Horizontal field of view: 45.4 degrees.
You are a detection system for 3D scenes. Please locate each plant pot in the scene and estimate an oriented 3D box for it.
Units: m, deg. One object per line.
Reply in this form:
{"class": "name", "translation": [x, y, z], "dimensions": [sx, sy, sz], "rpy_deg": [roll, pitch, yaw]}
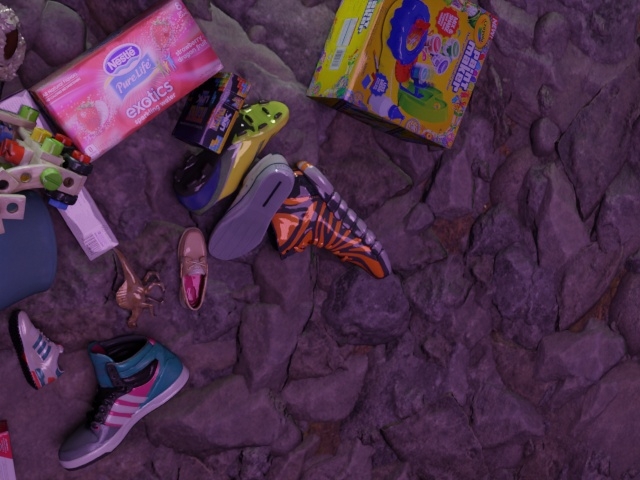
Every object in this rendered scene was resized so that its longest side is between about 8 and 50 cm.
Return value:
{"class": "plant pot", "translation": [-0.587, 0.017, 1.256], "dimensions": [0.255, 0.271, 0.272], "rpy_deg": [-9, 106, -39]}

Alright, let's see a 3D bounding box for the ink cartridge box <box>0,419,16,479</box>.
{"class": "ink cartridge box", "translation": [-0.650, 0.408, 1.412], "dimensions": [0.150, 0.063, 0.109], "rpy_deg": [-9, 105, -24]}

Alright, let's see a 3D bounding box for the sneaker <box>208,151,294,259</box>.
{"class": "sneaker", "translation": [-0.136, -0.066, 1.529], "dimensions": [0.094, 0.091, 0.258], "rpy_deg": [30, 119, -26]}

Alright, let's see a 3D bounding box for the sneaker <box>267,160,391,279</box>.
{"class": "sneaker", "translation": [0.000, 0.000, 1.626], "dimensions": [0.180, 0.124, 0.321], "rpy_deg": [-44, 106, -7]}

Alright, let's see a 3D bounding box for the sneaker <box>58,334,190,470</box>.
{"class": "sneaker", "translation": [-0.410, 0.288, 1.468], "dimensions": [0.295, 0.124, 0.178], "rpy_deg": [-41, 121, -22]}

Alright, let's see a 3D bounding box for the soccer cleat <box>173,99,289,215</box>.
{"class": "soccer cleat", "translation": [-0.172, -0.167, 1.524], "dimensions": [0.289, 0.093, 0.121], "rpy_deg": [-45, 147, -16]}

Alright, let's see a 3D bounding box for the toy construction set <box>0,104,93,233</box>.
{"class": "toy construction set", "translation": [-0.486, -0.132, 1.182], "dimensions": [0.215, 0.328, 0.151], "rpy_deg": [23, 112, -39]}

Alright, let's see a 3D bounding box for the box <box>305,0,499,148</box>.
{"class": "box", "translation": [0.169, -0.378, 1.582], "dimensions": [0.279, 0.177, 0.290], "rpy_deg": [19, 93, -30]}

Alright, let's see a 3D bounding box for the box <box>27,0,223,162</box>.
{"class": "box", "translation": [-0.346, -0.290, 1.363], "dimensions": [0.300, 0.142, 0.154], "rpy_deg": [-38, 114, -14]}

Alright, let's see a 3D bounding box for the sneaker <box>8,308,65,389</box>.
{"class": "sneaker", "translation": [-0.529, 0.196, 1.438], "dimensions": [0.075, 0.057, 0.161], "rpy_deg": [-24, 110, -38]}

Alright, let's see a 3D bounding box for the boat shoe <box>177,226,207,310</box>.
{"class": "boat shoe", "translation": [-0.251, 0.059, 1.535], "dimensions": [0.063, 0.059, 0.170], "rpy_deg": [-4, 103, -26]}

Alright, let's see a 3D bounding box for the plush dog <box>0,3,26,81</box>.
{"class": "plush dog", "translation": [-0.570, -0.379, 1.186], "dimensions": [0.210, 0.262, 0.225], "rpy_deg": [2, 93, -18]}

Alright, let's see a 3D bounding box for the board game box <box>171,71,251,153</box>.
{"class": "board game box", "translation": [-0.207, -0.242, 1.427], "dimensions": [0.048, 0.170, 0.141], "rpy_deg": [26, 88, -30]}

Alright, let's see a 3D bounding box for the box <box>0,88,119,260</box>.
{"class": "box", "translation": [-0.475, -0.115, 1.382], "dimensions": [0.067, 0.063, 0.324], "rpy_deg": [-34, 114, -16]}

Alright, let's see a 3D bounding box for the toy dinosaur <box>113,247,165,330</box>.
{"class": "toy dinosaur", "translation": [-0.356, 0.093, 1.495], "dimensions": [0.092, 0.053, 0.183], "rpy_deg": [-13, 107, -22]}
